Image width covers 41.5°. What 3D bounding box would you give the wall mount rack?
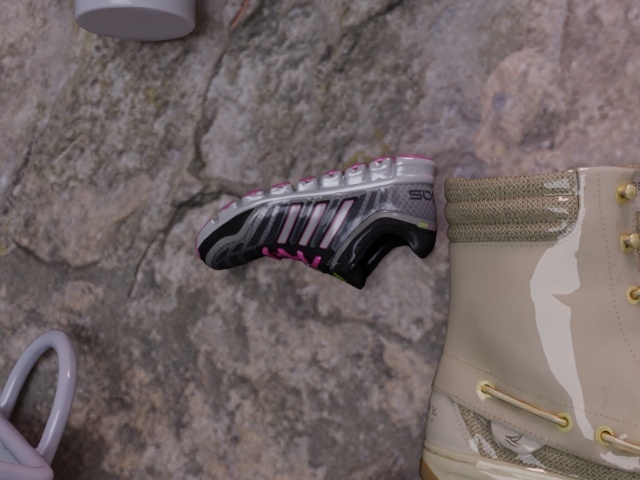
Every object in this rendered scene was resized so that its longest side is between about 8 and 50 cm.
[{"bbox_3d":[-0.310,0.203,0.590,0.304,0.131,0.349,12,79,53],"label":"wall mount rack"}]

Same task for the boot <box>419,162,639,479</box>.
[{"bbox_3d":[0.193,0.057,0.486,0.262,0.095,0.203,3,87,20],"label":"boot"}]

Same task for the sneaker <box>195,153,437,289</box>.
[{"bbox_3d":[0.000,0.000,0.554,0.171,0.063,0.074,-16,77,9],"label":"sneaker"}]

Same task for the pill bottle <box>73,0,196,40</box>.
[{"bbox_3d":[-0.127,-0.235,0.579,0.108,0.108,0.180,-1,87,15],"label":"pill bottle"}]
